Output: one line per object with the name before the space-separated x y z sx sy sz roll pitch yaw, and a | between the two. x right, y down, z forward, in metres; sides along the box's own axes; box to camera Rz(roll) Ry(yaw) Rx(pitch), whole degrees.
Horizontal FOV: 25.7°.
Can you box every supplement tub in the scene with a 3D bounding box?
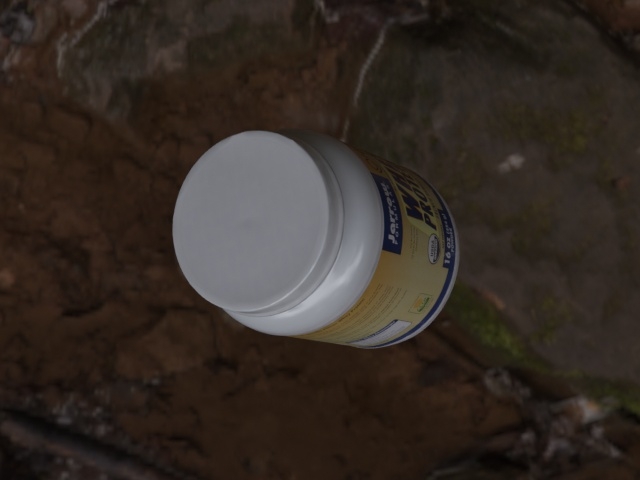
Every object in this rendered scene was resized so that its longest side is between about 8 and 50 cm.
supplement tub | 0.000 0.000 1.588 0.228 0.228 0.316 -35 157 20
